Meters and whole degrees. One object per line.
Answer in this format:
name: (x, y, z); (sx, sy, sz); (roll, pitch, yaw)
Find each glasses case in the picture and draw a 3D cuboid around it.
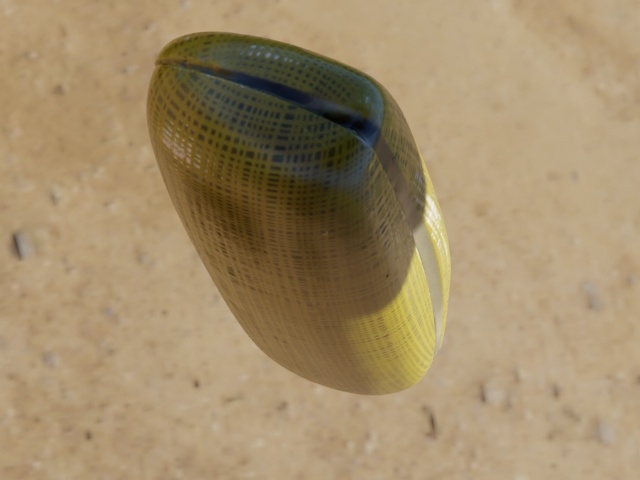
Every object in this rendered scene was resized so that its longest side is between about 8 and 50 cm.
glasses case: (0.000, 0.000, 0.631); (0.234, 0.079, 0.064); (68, 43, -69)
